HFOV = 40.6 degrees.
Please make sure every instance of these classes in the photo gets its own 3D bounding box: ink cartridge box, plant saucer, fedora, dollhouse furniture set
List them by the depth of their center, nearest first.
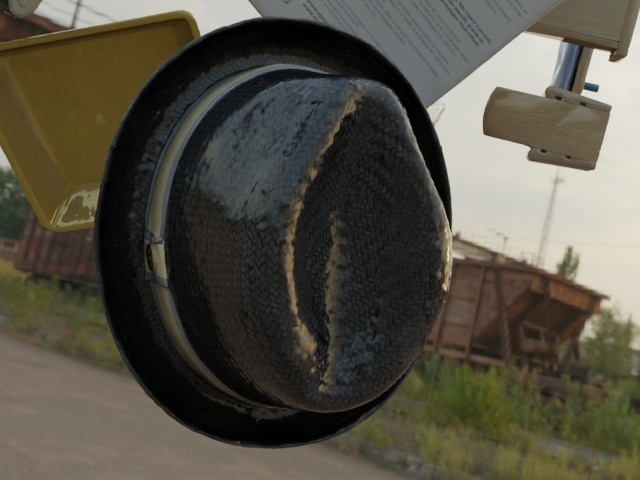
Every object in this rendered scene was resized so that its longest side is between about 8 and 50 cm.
[{"bbox_3d":[0.000,0.000,0.624,0.334,0.334,0.152,15,-2,-25],"label":"fedora"},{"bbox_3d":[0.074,-0.310,0.822,0.324,0.330,0.071,50,25,-6],"label":"ink cartridge box"},{"bbox_3d":[0.243,-0.235,1.031,0.198,0.286,0.303,15,4,8],"label":"dollhouse furniture set"},{"bbox_3d":[-0.300,-0.180,1.269,0.332,0.081,0.333,-8,-48,6],"label":"plant saucer"}]

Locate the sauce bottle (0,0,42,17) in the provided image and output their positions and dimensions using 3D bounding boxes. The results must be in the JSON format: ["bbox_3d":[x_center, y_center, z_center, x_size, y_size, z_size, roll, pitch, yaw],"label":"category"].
[{"bbox_3d":[-0.506,-0.391,1.102,0.344,0.111,0.111,32,-2,12],"label":"sauce bottle"}]

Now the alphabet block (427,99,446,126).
[{"bbox_3d":[0.013,-0.135,1.077,0.197,0.192,0.193,33,16,11],"label":"alphabet block"}]
